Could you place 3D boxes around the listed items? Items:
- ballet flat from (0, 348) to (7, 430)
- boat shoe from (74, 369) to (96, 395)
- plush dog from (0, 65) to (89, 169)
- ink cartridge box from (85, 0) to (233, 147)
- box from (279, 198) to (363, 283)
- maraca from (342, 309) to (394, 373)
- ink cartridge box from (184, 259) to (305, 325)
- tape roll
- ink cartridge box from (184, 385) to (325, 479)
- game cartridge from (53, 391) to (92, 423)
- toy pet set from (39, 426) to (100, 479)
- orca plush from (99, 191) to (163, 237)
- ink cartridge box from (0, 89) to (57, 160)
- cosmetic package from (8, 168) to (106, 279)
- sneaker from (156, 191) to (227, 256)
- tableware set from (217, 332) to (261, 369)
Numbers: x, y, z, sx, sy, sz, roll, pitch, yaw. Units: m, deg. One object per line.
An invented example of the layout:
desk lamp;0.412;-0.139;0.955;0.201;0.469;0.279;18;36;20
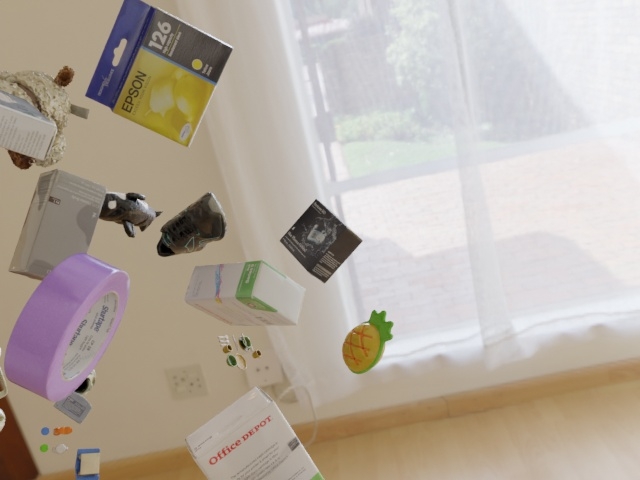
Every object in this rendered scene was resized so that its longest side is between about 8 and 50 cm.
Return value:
ballet flat;-0.910;0.450;1.690;0.139;0.400;0.139;10;21;-4
boat shoe;-0.720;0.417;1.846;0.109;0.094;0.302;-49;-10;-13
plush dog;-0.651;-0.285;1.365;0.210;0.262;0.225;-30;18;21
ink cartridge box;-0.437;-0.455;1.705;0.307;0.304;0.072;23;12;-19
box;0.000;0.000;1.693;0.158;0.093;0.156;-48;48;3
maraca;0.124;0.265;1.642;0.099;0.186;0.127;19;25;-40
ink cartridge box;-0.165;0.119;1.370;0.212;0.154;0.093;-9;58;37
tape roll;-0.480;0.165;1.216;0.090;0.275;0.275;24;25;4
ink cartridge box;-0.135;0.490;1.371;0.198;0.273;0.115;-34;19;-17
game cartridge;-0.601;0.402;1.535;0.017;0.083;0.056;-3;46;48
toy pet set;-0.488;0.428;1.223;0.114;0.122;0.065;6;-25;-27
orca plush;-0.521;-0.050;1.680;0.151;0.102;0.287;-9;-12;1
ink cartridge box;-0.606;-0.233;0.970;0.330;0.071;0.324;18;7;-36
cosmetic package;-0.581;-0.024;1.398;0.107;0.238;0.127;-5;-20;43
sneaker;-0.285;-0.019;1.384;0.106;0.101;0.267;-24;-8;-32
tableware set;-0.216;0.304;1.728;0.024;0.104;0.154;-32;-23;21
